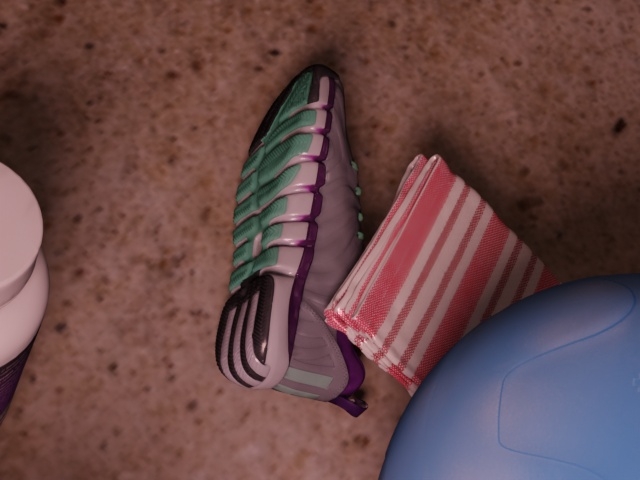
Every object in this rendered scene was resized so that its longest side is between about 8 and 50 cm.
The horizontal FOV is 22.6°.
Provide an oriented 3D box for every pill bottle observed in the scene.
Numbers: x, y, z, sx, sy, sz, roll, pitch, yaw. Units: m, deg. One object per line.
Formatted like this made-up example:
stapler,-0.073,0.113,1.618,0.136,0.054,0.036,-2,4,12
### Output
pill bottle,-0.199,0.037,0.823,0.108,0.193,0.108,10,58,-16

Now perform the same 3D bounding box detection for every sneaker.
sneaker,0.000,0.000,1.007,0.098,0.083,0.223,24,62,-25

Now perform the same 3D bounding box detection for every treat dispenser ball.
treat dispenser ball,0.169,0.160,0.834,0.288,0.288,0.288,10,57,-16

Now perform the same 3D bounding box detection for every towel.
towel,0.099,0.057,0.998,0.197,0.029,0.144,45,53,-19
